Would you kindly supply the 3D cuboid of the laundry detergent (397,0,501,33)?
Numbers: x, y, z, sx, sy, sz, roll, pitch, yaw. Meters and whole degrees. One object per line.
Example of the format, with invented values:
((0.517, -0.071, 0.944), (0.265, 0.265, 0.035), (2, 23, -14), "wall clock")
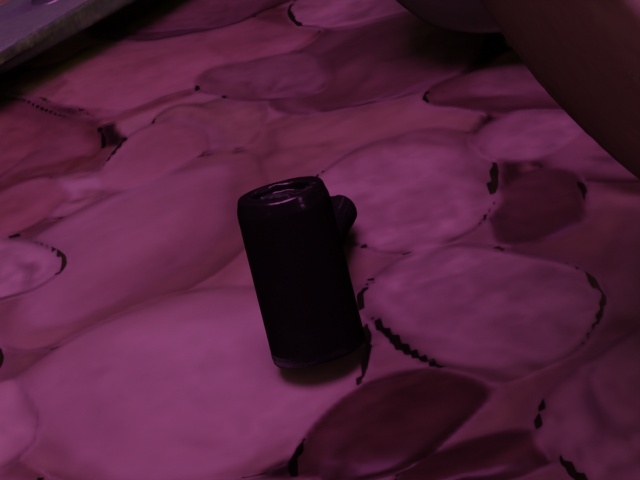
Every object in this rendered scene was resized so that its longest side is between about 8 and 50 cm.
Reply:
((0.180, -0.229, 0.695), (0.264, 0.124, 0.398), (-24, 15, 37), "laundry detergent")

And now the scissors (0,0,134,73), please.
((-0.137, -0.072, 0.703), (0.447, 0.029, 0.193), (-34, 32, -30), "scissors")

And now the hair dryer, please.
((0.000, 0.000, 0.501), (0.026, 0.047, 0.083), (-9, 15, 13), "hair dryer")

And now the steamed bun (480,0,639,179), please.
((0.166, -0.140, 0.377), (0.324, 0.324, 0.206), (-11, 10, 9), "steamed bun")
